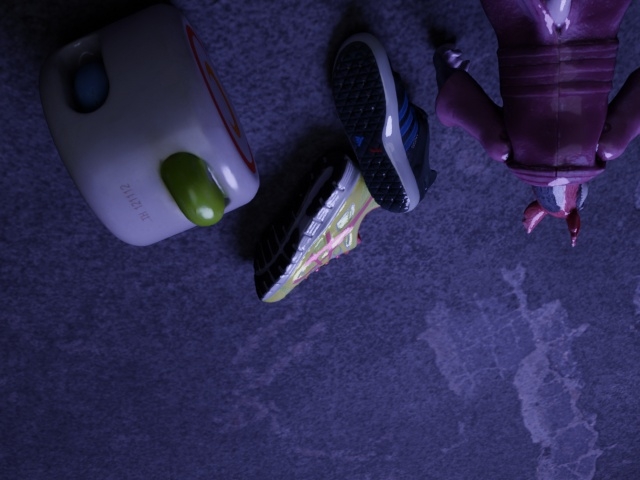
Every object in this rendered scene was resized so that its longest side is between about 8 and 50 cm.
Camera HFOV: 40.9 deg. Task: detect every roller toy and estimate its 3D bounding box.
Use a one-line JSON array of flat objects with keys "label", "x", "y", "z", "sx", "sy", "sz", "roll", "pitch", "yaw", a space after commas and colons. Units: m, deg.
[{"label": "roller toy", "x": -0.154, "y": -0.099, "z": 0.769, "sx": 0.146, "sy": 0.209, "sz": 0.191, "roll": -23, "pitch": 98, "yaw": 4}]

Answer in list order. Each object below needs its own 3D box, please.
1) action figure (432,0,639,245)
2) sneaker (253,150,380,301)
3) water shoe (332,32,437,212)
[{"label": "action figure", "x": 0.223, "y": -0.166, "z": 0.759, "sx": 0.248, "sy": 0.275, "sz": 0.370, "roll": -4, "pitch": 106, "yaw": 9}, {"label": "sneaker", "x": 0.000, "y": 0.000, "z": 0.980, "sx": 0.094, "sy": 0.081, "sz": 0.208, "roll": 20, "pitch": 122, "yaw": -34}, {"label": "water shoe", "x": 0.070, "y": -0.129, "z": 0.904, "sx": 0.080, "sy": 0.073, "sz": 0.203, "roll": -43, "pitch": 129, "yaw": -39}]
